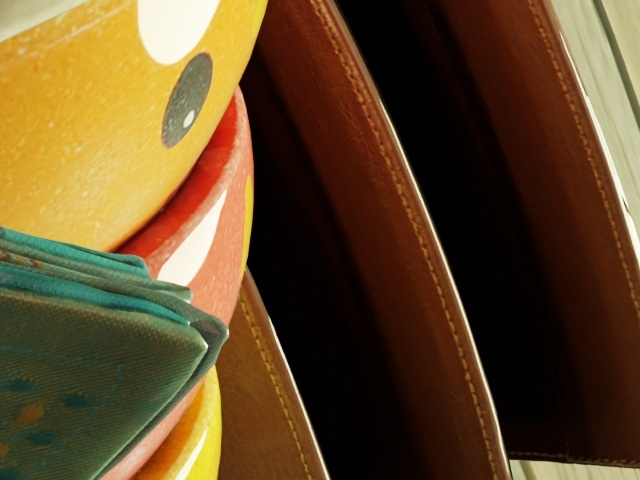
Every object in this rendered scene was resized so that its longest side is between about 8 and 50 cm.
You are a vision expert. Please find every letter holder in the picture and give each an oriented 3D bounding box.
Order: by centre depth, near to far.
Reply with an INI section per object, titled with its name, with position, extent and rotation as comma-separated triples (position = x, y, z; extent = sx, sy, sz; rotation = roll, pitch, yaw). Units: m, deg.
[letter holder]
position = 0.000, 0.000, 0.827
extent = 0.152, 0.214, 0.302
rotation = -38, 115, -41

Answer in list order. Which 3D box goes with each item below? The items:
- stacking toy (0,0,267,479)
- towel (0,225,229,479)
[stacking toy]
position = -0.140, 0.043, 0.677
extent = 0.350, 0.350, 0.480
rotation = -43, 135, -39
[towel]
position = -0.236, 0.091, 0.487
extent = 0.271, 0.370, 0.040
rotation = 21, 37, -36
